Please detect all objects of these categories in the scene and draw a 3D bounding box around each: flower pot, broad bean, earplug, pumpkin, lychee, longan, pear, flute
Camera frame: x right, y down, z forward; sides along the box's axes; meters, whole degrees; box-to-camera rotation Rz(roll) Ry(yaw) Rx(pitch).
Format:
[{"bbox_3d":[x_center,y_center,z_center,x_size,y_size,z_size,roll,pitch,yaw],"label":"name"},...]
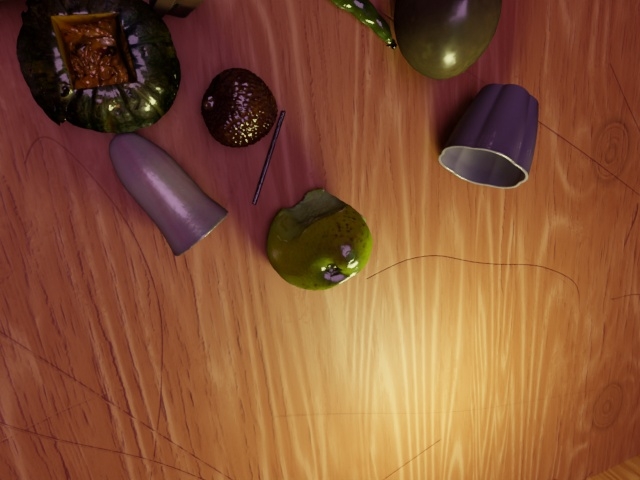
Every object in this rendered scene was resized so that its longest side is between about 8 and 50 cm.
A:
[{"bbox_3d":[0.518,-0.318,1.249,0.264,0.265,0.243,26,80,-24],"label":"flower pot"},{"bbox_3d":[0.103,-0.621,1.108,0.297,0.043,0.060,26,104,-25],"label":"broad bean"},{"bbox_3d":[-0.388,-0.128,1.006,0.172,0.172,0.301,-41,108,-6],"label":"earplug"},{"bbox_3d":[-0.462,-0.385,0.881,0.320,0.192,0.321,-3,101,-19],"label":"pumpkin"},{"bbox_3d":[-0.199,-0.318,1.007,0.194,0.194,0.195,-5,106,-19],"label":"lychee"},{"bbox_3d":[0.326,-0.603,1.076,0.288,0.288,0.351,6,93,-22],"label":"longan"},{"bbox_3d":[0.000,0.000,1.109,0.286,0.282,0.176,-35,121,-9],"label":"pear"},{"bbox_3d":[-0.142,-0.226,1.139,0.014,0.014,0.270,16,98,-23],"label":"flute"}]

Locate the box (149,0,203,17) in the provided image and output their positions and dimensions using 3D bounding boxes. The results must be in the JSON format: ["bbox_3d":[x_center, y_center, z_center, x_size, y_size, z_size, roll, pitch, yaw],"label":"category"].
[{"bbox_3d":[-0.303,-0.603,0.871,0.086,0.215,0.215,-3,105,-29],"label":"box"}]
